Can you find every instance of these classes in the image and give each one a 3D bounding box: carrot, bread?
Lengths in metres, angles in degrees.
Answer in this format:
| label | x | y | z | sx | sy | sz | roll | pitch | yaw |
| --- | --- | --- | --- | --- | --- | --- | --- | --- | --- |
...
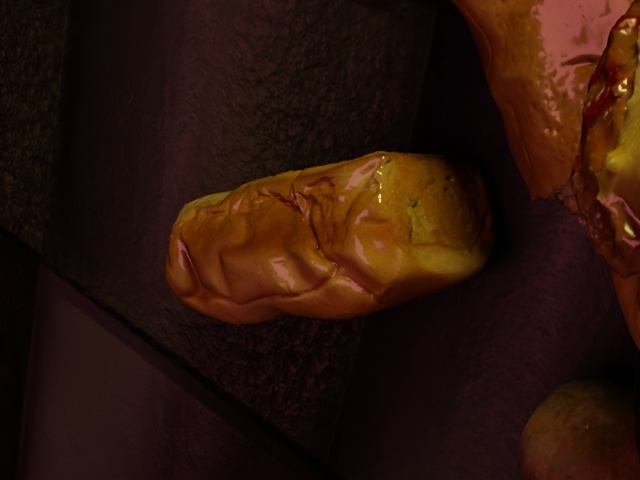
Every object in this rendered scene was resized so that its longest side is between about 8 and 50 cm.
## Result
| label | x | y | z | sx | sy | sz | roll | pitch | yaw |
| --- | --- | --- | --- | --- | --- | --- | --- | --- | --- |
| carrot | 0.285 | 0.215 | 0.940 | 0.302 | 0.138 | 0.139 | 31 | 122 | 27 |
| bread | 0.196 | -0.156 | 0.898 | 0.195 | 0.149 | 0.344 | -30 | 81 | 45 |
| bread | 0.000 | 0.000 | 1.118 | 0.294 | 0.167 | 0.132 | -12 | 94 | 44 |

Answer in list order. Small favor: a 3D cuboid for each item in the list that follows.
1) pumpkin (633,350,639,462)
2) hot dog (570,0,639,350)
| label | x | y | z | sx | sy | sz | roll | pitch | yaw |
| --- | --- | --- | --- | --- | --- | --- | --- | --- | --- |
| pumpkin | 0.335 | 0.110 | 0.777 | 0.300 | 0.207 | 0.300 | -6 | 81 | 38 |
| hot dog | 0.296 | -0.097 | 0.660 | 0.223 | 0.405 | 0.185 | 54 | 161 | 28 |
